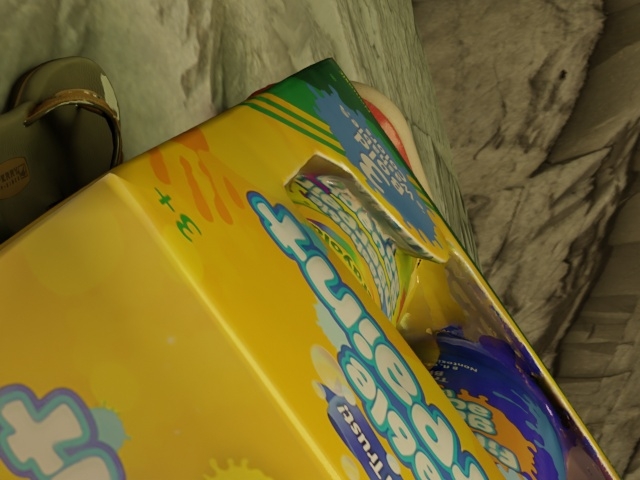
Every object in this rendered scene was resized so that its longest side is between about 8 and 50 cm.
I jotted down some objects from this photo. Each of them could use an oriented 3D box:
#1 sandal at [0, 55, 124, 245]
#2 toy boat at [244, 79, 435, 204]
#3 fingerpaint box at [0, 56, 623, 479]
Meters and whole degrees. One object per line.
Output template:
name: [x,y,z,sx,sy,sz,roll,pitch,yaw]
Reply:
sandal: [-0.123,-0.046,0.593,0.180,0.049,0.072,-66,140,-69]
toy boat: [0.000,0.000,0.937,0.151,0.151,0.231,-49,129,-37]
fingerpaint box: [0.042,0.155,0.543,0.445,0.163,0.371,55,16,-5]
